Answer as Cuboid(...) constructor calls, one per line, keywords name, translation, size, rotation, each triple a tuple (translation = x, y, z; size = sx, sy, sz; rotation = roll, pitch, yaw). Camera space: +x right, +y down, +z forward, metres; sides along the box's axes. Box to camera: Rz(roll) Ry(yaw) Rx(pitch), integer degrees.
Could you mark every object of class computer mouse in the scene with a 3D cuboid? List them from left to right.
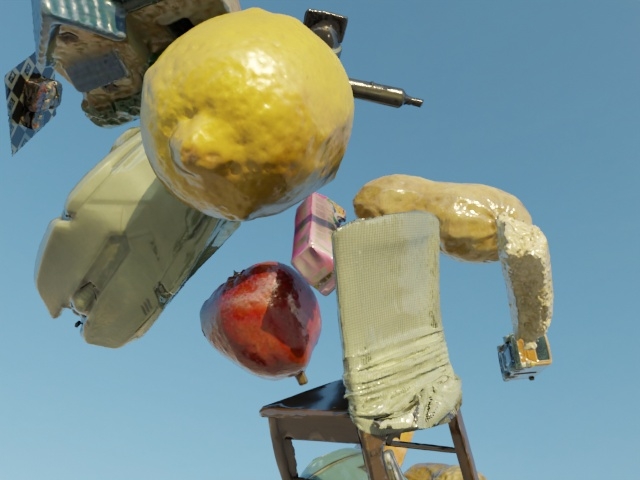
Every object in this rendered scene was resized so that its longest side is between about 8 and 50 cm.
Cuboid(name="computer mouse", translation=(-0.284, -0.005, 0.878), size=(0.228, 0.145, 0.429), rotation=(40, -72, -5))

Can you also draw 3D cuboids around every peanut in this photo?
Cuboid(name="peanut", translation=(0.254, -0.047, 1.267), size=(0.386, 0.192, 0.170), rotation=(10, -77, 17))
Cuboid(name="peanut", translation=(0.250, 0.502, 1.115), size=(0.159, 0.143, 0.291), rotation=(29, -22, -2))

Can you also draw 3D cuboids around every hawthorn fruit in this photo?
Cuboid(name="hawthorn fruit", translation=(-0.113, 0.200, 1.354), size=(0.265, 0.265, 0.307), rotation=(-39, -98, 35))

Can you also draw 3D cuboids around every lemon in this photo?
Cuboid(name="lemon", translation=(-0.079, -0.139, 0.667), size=(0.233, 0.288, 0.234), rotation=(11, -59, 19))

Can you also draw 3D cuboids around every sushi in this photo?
Cuboid(name="sushi", translation=(-0.694, -0.349, 1.457), size=(0.047, 0.220, 0.231), rotation=(18, -48, -3))

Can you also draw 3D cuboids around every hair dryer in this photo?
Cuboid(name="hair dryer", translation=(0.074, -0.291, 1.038), size=(0.248, 0.078, 0.196), rotation=(9, -47, -11))

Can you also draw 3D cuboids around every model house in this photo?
Cuboid(name="model house", translation=(-0.369, -0.472, 1.131), size=(0.381, 0.335, 0.342), rotation=(-16, -18, 6))

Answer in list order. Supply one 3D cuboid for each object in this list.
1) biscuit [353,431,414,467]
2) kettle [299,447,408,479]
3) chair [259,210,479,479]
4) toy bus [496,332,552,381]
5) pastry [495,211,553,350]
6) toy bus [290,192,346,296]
Cuboid(name="biscuit", translation=(0.099, 0.438, 1.141), size=(0.057, 0.351, 0.312), rotation=(34, -81, 6))
Cuboid(name="kettle", translation=(0.053, 0.464, 0.778), size=(0.247, 0.342, 0.319), rotation=(17, -61, -44))
Cuboid(name="chair", translation=(0.044, 0.146, 0.589), size=(0.160, 0.319, 0.186), rotation=(-9, -5, -39))
Cuboid(name="toy bus", translation=(0.492, 0.283, 1.421), size=(0.103, 0.091, 0.182), rotation=(-6, -25, 4))
Cuboid(name="pastry", translation=(0.372, 0.066, 1.064), size=(0.089, 0.121, 0.259), rotation=(-11, -57, 11))
Cuboid(name="toy bus", translation=(0.000, 0.000, 1.246), size=(0.112, 0.274, 0.090), rotation=(37, -68, -18))
